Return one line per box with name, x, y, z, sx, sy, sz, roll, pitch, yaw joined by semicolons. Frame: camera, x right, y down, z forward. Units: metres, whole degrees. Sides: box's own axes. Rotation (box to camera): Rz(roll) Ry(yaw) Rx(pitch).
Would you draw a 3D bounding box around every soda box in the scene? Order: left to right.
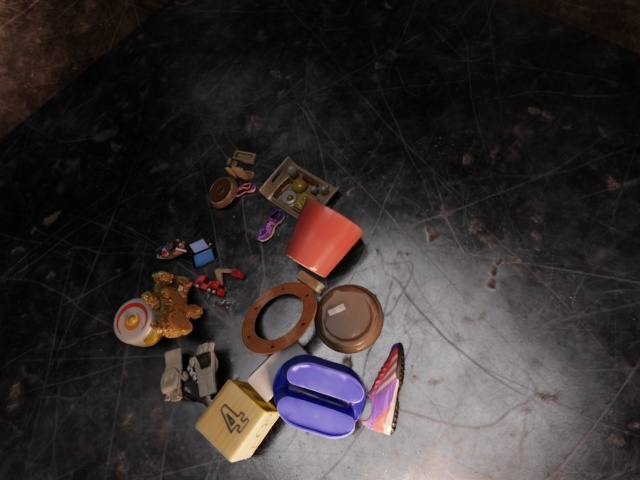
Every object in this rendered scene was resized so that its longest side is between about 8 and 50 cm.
soda box;-0.672;0.044;1.877;0.169;0.060;0.053;-20;65;36

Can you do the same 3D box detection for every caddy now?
caddy;-0.004;0.548;1.485;0.342;0.179;0.241;18;82;0

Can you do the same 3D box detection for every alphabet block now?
alphabet block;-0.292;0.644;1.509;0.194;0.192;0.197;33;77;21

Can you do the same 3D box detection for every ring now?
ring;-0.161;0.303;1.645;0.337;0.032;0.336;-20;39;17

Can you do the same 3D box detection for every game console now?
game console;-0.538;0.052;1.880;0.122;0.107;0.071;-23;36;2

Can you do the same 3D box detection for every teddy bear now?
teddy bear;-0.617;0.265;1.734;0.113;0.245;0.337;-45;58;24

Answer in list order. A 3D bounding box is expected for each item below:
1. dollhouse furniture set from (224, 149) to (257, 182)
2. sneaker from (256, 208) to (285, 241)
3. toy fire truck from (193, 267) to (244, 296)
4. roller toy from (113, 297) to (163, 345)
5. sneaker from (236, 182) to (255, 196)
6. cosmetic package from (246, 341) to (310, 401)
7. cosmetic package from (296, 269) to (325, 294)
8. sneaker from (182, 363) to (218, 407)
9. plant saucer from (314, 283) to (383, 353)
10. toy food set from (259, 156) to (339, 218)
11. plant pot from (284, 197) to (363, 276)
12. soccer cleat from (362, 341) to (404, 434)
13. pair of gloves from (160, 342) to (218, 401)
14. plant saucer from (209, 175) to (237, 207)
dollhouse furniture set;-0.386;-0.380;1.997;0.144;0.123;0.151;14;71;17
sneaker;-0.231;-0.074;1.863;0.068;0.071;0.169;30;77;22
toy fire truck;-0.444;0.170;1.820;0.192;0.047;0.135;16;71;19
roller toy;-0.755;0.347;1.759;0.191;0.146;0.209;-13;66;8
sneaker;-0.369;-0.246;1.974;0.120;0.057;0.047;-16;67;7
cosmetic package;-0.157;0.482;1.589;0.231;0.085;0.117;-43;87;-9
cosmetic package;-0.041;0.173;1.723;0.115;0.060;0.041;31;77;24
sneaker;-0.478;0.596;1.634;0.106;0.078;0.234;-44;62;-5
plant saucer;0.107;0.302;1.647;0.278;0.041;0.277;-5;67;12
toy food set;-0.096;-0.230;1.886;0.306;0.092;0.219;34;78;23
plant pot;0.000;0.000;1.690;0.275;0.275;0.243;29;87;22
soccer cleat;0.231;0.516;1.495;0.117;0.108;0.317;7;72;19
pair of gloves;-0.512;0.508;1.620;0.241;0.042;0.204;-12;61;12
plant saucer;-0.468;-0.235;1.983;0.169;0.029;0.168;-12;64;25
